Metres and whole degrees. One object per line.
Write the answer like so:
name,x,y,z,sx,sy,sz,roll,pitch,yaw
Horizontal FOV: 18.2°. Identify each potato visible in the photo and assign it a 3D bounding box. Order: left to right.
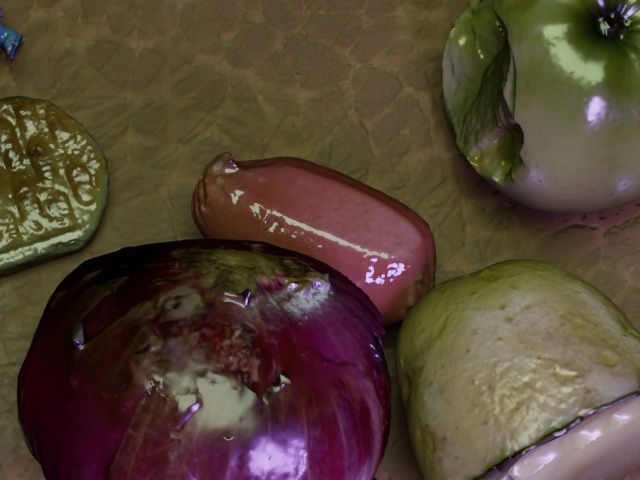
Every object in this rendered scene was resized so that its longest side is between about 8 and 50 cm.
potato,0.190,0.128,1.859,0.285,0.242,0.242,-24,74,-12

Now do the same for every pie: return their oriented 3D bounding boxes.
pie,-0.307,-0.057,1.974,0.195,0.046,0.195,2,71,-5

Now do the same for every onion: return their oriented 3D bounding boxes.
onion,-0.111,0.186,1.785,0.347,0.348,0.385,12,113,0

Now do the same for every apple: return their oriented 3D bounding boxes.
apple,0.252,-0.158,1.955,0.279,0.279,0.279,1,70,-4

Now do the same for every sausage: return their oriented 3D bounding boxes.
sausage,0.000,0.000,1.928,0.254,0.148,0.148,25,70,10

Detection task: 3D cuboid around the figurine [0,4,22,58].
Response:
figurine,-0.393,-0.217,1.999,0.178,0.114,0.144,23,71,-5
